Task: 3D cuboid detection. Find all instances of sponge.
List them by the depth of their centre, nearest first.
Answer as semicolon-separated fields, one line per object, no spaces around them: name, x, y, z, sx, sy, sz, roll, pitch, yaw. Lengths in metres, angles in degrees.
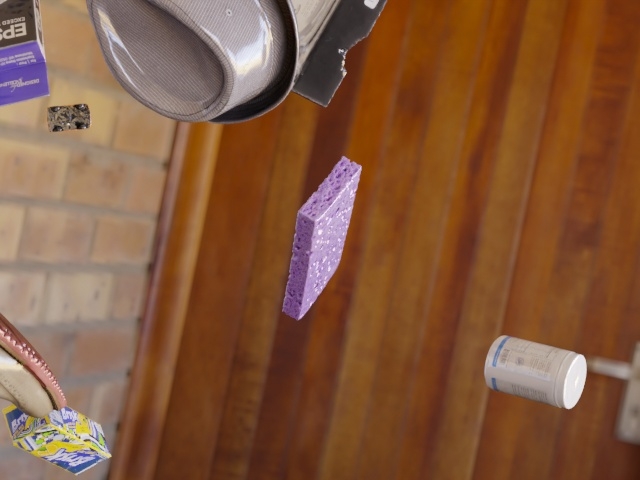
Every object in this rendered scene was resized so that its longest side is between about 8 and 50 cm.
sponge;0.000;0.000;1.921;0.031;0.117;0.210;27;-38;12

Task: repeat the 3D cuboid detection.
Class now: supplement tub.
supplement tub;0.260;0.159;1.810;0.107;0.071;0.071;14;2;30

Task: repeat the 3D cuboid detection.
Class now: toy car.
toy car;-0.343;-0.194;1.932;0.060;0.122;0.040;-26;12;-16

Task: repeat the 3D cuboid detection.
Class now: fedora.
fedora;-0.158;-0.231;1.601;0.244;0.275;0.124;-34;8;38

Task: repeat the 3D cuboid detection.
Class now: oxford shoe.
oxford shoe;-0.406;0.120;1.640;0.123;0.130;0.348;36;-11;40

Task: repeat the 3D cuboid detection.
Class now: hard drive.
hard drive;-0.010;-0.330;1.916;0.064;0.237;0.339;25;13;-25

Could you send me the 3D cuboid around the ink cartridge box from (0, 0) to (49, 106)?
ink cartridge box;-0.448;-0.255;1.867;0.206;0.208;0.045;-13;-24;5

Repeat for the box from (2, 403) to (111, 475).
box;-0.341;0.252;1.945;0.059;0.054;0.169;-29;-30;8
